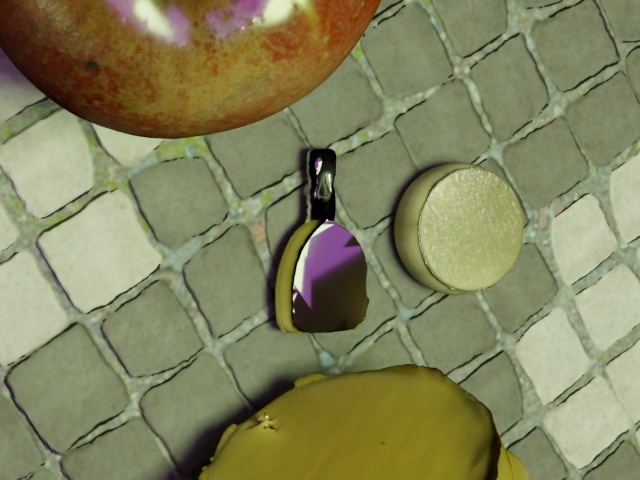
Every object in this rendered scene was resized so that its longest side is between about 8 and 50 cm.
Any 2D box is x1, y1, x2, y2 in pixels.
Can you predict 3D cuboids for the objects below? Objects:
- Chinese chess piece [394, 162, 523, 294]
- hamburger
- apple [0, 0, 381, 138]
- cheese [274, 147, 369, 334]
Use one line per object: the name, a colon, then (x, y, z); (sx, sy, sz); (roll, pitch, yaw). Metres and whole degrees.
Chinese chess piece: (0.126, -0.010, 1.343); (0.122, 0.051, 0.122); (-1, 93, -26)
hamburger: (0.048, 0.261, 1.222); (0.276, 0.276, 0.236); (-37, 128, -19)
apple: (-0.105, -0.251, 1.074); (0.349, 0.277, 0.348); (-3, 103, -12)
cheese: (0.000, 0.000, 1.288); (0.086, 0.036, 0.162); (-2, 95, -23)
